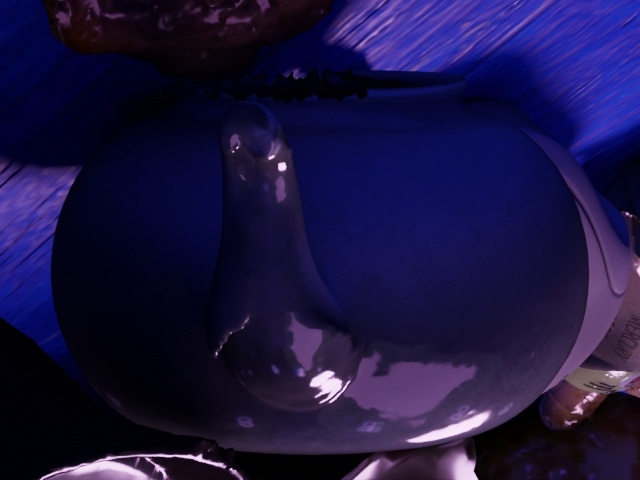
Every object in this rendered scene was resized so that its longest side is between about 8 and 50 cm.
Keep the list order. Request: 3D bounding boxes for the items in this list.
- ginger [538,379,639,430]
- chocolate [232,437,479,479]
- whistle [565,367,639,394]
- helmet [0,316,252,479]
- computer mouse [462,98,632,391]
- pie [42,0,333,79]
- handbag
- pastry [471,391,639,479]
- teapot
[{"bbox_3d":[0.326,0.092,1.717,0.288,0.089,0.075,-28,-174,7],"label":"ginger"},{"bbox_3d":[-0.047,0.259,1.041,0.326,0.297,0.314,-12,175,1],"label":"chocolate"},{"bbox_3d":[0.247,0.051,1.436,0.105,0.085,0.227,-12,157,-34],"label":"whistle"},{"bbox_3d":[-0.189,0.093,0.597,0.305,0.177,0.225,-29,158,-25],"label":"helmet"},{"bbox_3d":[0.073,0.028,0.983,0.184,0.121,0.297,-30,166,9],"label":"computer mouse"},{"bbox_3d":[-0.036,-0.083,0.578,0.092,0.034,0.170,-39,164,19],"label":"pie"},{"bbox_3d":[0.241,0.009,1.232,0.182,0.117,0.270,-12,161,-5],"label":"handbag"},{"bbox_3d":[0.254,0.310,1.851,0.388,0.313,0.388,-17,-179,0],"label":"pastry"},{"bbox_3d":[0.000,0.000,0.684,0.193,0.129,0.294,1,-170,8],"label":"teapot"}]
